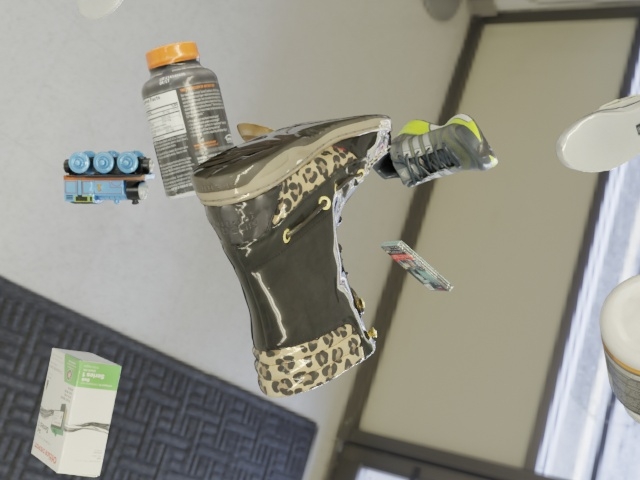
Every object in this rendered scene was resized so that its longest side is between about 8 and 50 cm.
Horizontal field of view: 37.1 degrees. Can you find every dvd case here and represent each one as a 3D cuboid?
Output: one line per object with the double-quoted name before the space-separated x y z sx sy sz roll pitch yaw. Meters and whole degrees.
"dvd case" 0.159 0.043 1.590 0.119 0.087 0.013 42 78 -10

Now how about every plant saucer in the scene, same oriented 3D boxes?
"plant saucer" -0.084 -0.148 1.390 0.083 0.083 0.015 30 72 -52

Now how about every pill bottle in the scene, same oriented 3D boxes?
"pill bottle" 0.521 0.181 1.469 0.162 0.162 0.278 -65 150 -24
"pill bottle" -0.219 -0.200 1.576 0.130 0.130 0.246 -17 96 -52

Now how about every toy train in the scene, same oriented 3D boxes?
"toy train" -0.414 -0.123 1.865 0.080 0.184 0.105 -49 139 -79

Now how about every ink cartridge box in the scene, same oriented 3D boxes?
"ink cartridge box" -0.480 0.334 1.868 0.092 0.160 0.219 13 86 -35

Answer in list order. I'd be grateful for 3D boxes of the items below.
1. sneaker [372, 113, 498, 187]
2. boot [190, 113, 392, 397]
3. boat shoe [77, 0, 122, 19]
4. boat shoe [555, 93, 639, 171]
"sneaker" 0.198 -0.142 1.672 0.121 0.300 0.111 -40 106 -17
"boot" 0.000 0.000 1.188 0.377 0.138 0.284 -33 113 -59
"boat shoe" -0.220 -0.306 1.048 0.142 0.049 0.040 -54 -168 20
"boat shoe" 0.482 -0.185 1.563 0.267 0.088 0.096 -27 106 -19
